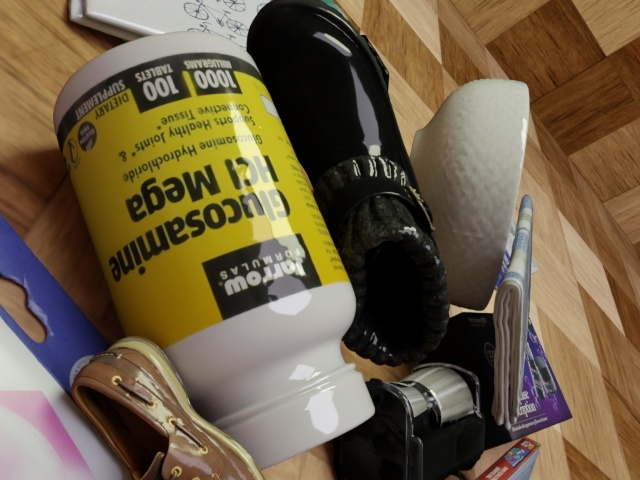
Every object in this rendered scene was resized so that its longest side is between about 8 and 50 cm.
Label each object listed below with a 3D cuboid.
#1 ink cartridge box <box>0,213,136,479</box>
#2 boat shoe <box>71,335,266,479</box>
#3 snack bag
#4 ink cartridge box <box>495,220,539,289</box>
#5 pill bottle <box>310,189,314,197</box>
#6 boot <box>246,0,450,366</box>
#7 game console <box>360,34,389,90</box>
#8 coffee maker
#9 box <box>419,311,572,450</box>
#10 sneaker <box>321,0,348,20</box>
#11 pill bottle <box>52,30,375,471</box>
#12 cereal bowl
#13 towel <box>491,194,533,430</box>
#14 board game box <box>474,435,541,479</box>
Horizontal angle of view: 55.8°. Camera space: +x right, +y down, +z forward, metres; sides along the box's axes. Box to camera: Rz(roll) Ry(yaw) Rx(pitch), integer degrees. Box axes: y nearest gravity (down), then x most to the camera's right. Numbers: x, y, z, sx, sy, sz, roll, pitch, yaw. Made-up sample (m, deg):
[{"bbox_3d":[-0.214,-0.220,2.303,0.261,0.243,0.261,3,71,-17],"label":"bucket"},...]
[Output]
[{"bbox_3d":[-0.254,0.080,0.333,0.324,0.071,0.330,53,33,-10],"label":"ink cartridge box"},{"bbox_3d":[-0.096,0.146,0.392,0.178,0.064,0.060,50,21,3],"label":"boat shoe"},{"bbox_3d":[-0.149,-0.351,0.793,0.323,0.037,0.343,11,54,-30],"label":"snack bag"},{"bbox_3d":[0.391,-0.012,1.338,0.224,0.045,0.223,-10,73,-56],"label":"ink cartridge box"},{"bbox_3d":[0.000,0.000,0.759,0.065,0.065,0.116,8,57,-52],"label":"pill bottle"},{"bbox_3d":[0.029,-0.067,0.623,0.348,0.131,0.260,55,22,-25],"label":"boot"},{"bbox_3d":[0.011,-0.420,1.151,0.361,0.044,0.213,57,30,-4],"label":"game console"},{"bbox_3d":[0.109,0.229,0.668,0.178,0.120,0.171,2,63,-53],"label":"coffee maker"},{"bbox_3d":[0.268,0.212,0.928,0.261,0.103,0.184,9,54,-51],"label":"box"},{"bbox_3d":[-0.021,-0.301,0.940,0.121,0.108,0.302,33,41,-42],"label":"sneaker"},{"bbox_3d":[-0.084,0.014,0.510,0.188,0.188,0.334,-6,69,-56],"label":"pill bottle"},{"bbox_3d":[0.197,-0.072,0.890,0.339,0.141,0.339,9,90,-80],"label":"cereal bowl"},{"bbox_3d":[0.260,0.081,0.806,0.285,0.034,0.209,-50,139,-57],"label":"towel"},{"bbox_3d":[0.179,0.328,0.688,0.281,0.027,0.145,1,106,-55],"label":"board game box"}]
